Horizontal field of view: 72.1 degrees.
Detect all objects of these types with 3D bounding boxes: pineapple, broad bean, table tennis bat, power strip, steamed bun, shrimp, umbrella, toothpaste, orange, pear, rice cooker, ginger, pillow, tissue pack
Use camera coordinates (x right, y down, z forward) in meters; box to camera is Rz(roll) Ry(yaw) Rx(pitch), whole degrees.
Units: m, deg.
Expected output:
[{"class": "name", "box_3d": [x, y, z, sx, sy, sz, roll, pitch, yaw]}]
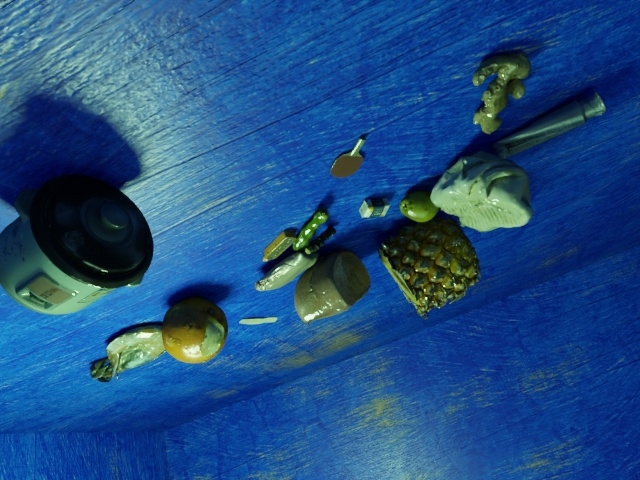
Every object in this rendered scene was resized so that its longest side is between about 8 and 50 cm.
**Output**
[{"class": "pineapple", "box_3d": [0.400, 0.083, 1.596, 0.300, 0.352, 0.352, -27, 152, 1]}, {"class": "broad bean", "box_3d": [-0.030, -0.035, 1.404, 0.052, 0.053, 0.256, 26, 142, -12]}, {"class": "table tennis bat", "box_3d": [0.081, -0.221, 1.183, 0.087, 0.013, 0.156, -2, 150, -25]}, {"class": "power strip", "box_3d": [-0.143, 0.022, 1.466, 0.049, 0.028, 0.178, 8, 143, -42]}, {"class": "steamed bun", "box_3d": [0.504, -0.167, 1.325, 0.267, 0.207, 0.280, 24, 165, -10]}, {"class": "steamed bun", "box_3d": [0.029, 0.152, 1.615, 0.251, 0.199, 0.301, -22, -173, 28]}, {"class": "shrimp", "box_3d": [-0.789, 0.463, 1.794, 0.445, 0.110, 0.221, -35, 143, 21]}, {"class": "umbrella", "box_3d": [0.000, 0.000, 1.432, 0.037, 0.040, 0.144, -3, -151, 44]}, {"class": "toothpaste", "box_3d": [0.665, -0.331, 1.296, 0.299, 0.073, 0.114, -26, 153, 28]}, {"class": "orange", "box_3d": [-0.453, 0.324, 1.596, 0.239, 0.240, 0.240, -15, 152, -8]}, {"class": "pear", "box_3d": [0.322, -0.111, 1.425, 0.131, 0.107, 0.107, -13, 152, -19]}, {"class": "rice cooker", "box_3d": [-0.527, 0.013, 0.960, 0.316, 0.264, 0.317, 2, 130, 3]}, {"class": "ginger", "box_3d": [0.455, -0.363, 1.105, 0.149, 0.065, 0.259, -26, 149, 9]}, {"class": "pillow", "box_3d": [-0.117, 0.107, 1.577, 0.270, 0.067, 0.173, -35, 166, 28]}, {"class": "tissue pack", "box_3d": [0.174, -0.105, 1.416, 0.083, 0.042, 0.062, -7, 148, -22]}]

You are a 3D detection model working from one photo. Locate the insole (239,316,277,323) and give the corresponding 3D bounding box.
[{"class": "insole", "box_3d": [-0.285, 0.369, 2.022, 0.191, 0.010, 0.063, 4, 144, -36]}]
